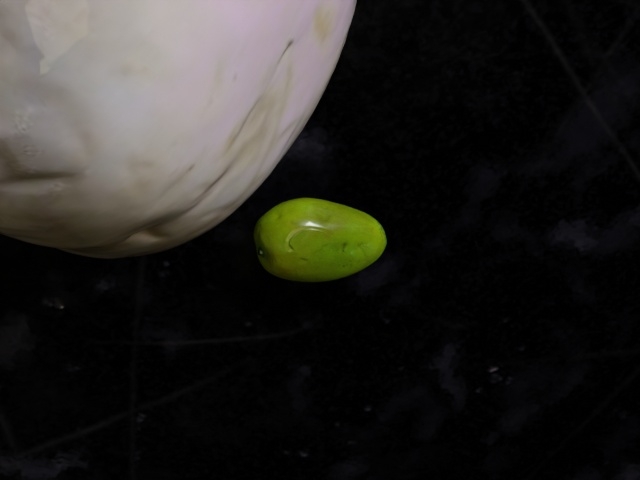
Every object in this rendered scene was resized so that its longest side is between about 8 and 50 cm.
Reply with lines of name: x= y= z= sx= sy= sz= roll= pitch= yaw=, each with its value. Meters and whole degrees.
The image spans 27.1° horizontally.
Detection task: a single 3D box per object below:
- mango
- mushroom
mango: x=0.000 y=0.000 z=1.057 sx=0.108 sy=0.056 sz=0.073 roll=1 pitch=131 yaw=-12
mushroom: x=-0.141 y=-0.136 z=0.789 sx=0.353 sy=0.353 sz=0.325 roll=-13 pitch=111 yaw=2
